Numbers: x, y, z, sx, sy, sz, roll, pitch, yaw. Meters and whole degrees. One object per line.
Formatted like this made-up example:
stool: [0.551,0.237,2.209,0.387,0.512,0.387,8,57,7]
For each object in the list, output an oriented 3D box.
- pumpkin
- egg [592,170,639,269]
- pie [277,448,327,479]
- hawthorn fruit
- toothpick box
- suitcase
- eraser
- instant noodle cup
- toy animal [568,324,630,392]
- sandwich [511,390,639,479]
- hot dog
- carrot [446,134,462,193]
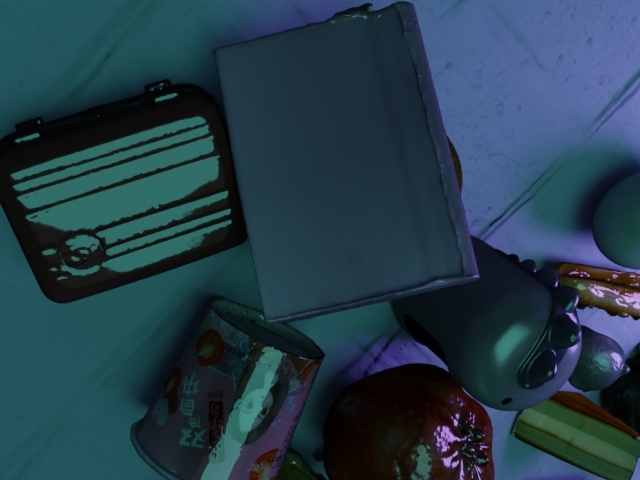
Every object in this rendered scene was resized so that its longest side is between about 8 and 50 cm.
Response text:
pumpkin: [0.746,0.337,1.483,0.293,0.197,0.263,-37,116,-6]
egg: [0.585,-0.042,1.285,0.231,0.168,0.168,-30,118,-12]
pie: [-0.082,0.468,1.173,0.307,0.306,0.071,5,135,-22]
hawthorn fruit: [0.117,0.351,1.231,0.331,0.287,0.287,-17,127,37]
toothpick box: [0.274,0.123,1.152,0.229,0.316,0.228,-7,112,-19]
suitcase: [-0.256,-0.065,0.966,0.297,0.161,0.236,-20,115,-13]
eraser: [0.030,-0.094,0.944,0.273,0.122,0.358,-14,82,8]
instant noodle cup: [-0.127,0.233,1.100,0.243,0.243,0.231,23,95,-27]
toy animal: [0.460,0.178,1.363,0.236,0.138,0.108,46,60,-15]
sandwich: [0.493,0.381,1.416,0.144,0.187,0.117,5,108,-28]
hot dog: [0.520,0.092,1.350,0.270,0.109,0.072,10,116,-20]
carrot: [0.043,-0.081,1.048,0.308,0.100,0.258,-9,82,4]
